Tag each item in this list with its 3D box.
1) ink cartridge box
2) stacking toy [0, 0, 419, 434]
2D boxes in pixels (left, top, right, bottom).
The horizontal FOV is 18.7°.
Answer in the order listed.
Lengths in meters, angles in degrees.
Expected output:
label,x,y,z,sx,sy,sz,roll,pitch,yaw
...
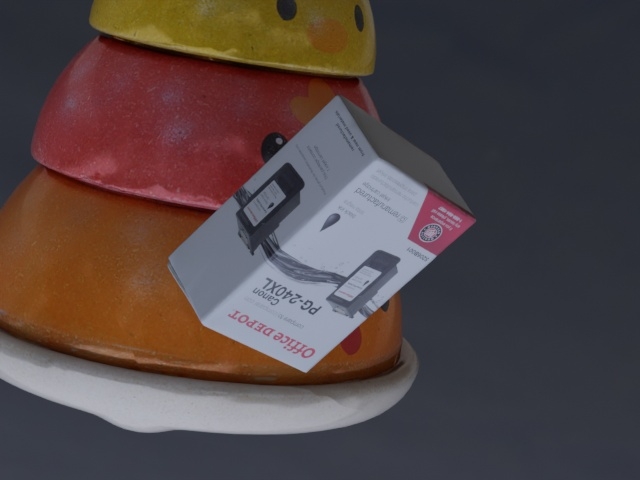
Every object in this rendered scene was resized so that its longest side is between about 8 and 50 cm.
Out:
label,x,y,z,sx,sy,sz,roll,pitch,yaw
ink cartridge box,0.000,0.000,1.171,0.150,0.063,0.109,-43,140,15
stacking toy,-0.073,-0.121,1.409,0.351,0.350,0.479,9,101,3
